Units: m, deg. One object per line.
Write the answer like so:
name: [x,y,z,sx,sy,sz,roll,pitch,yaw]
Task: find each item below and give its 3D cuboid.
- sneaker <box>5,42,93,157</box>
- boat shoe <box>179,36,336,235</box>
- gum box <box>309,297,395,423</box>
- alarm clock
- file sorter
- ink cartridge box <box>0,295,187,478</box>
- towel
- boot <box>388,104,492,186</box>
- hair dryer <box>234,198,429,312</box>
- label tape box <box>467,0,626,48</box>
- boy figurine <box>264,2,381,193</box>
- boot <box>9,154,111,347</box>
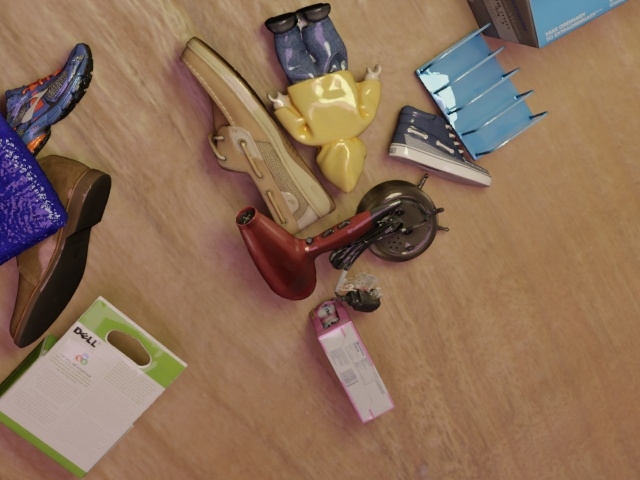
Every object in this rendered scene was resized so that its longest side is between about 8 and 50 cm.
sneaker: [-0.410,-0.200,1.277,0.087,0.083,0.221,39,95,-13]
boat shoe: [-0.110,-0.145,1.322,0.110,0.121,0.341,-36,112,4]
gum box: [0.048,0.193,1.464,0.062,0.107,0.188,-27,110,-1]
alarm clock: [0.108,-0.022,1.434,0.192,0.064,0.129,-24,110,1]
file sorter: [0.247,-0.226,1.344,0.118,0.104,0.170,-35,95,-3]
ink cartridge box: [-0.364,0.220,1.408,0.189,0.097,0.255,43,94,-19]
towel: [-0.525,-0.099,1.242,0.228,0.076,0.308,-30,98,13]
boot: [0.202,-0.148,1.408,0.190,0.069,0.086,17,85,-26]
hair dryer: [0.000,0.000,1.358,0.294,0.080,0.223,9,121,-27]
label tape box: [0.364,-0.368,1.222,0.241,0.333,0.105,-28,110,0]
boy figurine: [0.015,-0.212,1.340,0.177,0.092,0.285,-22,110,-3]
boot: [-0.424,0.015,1.346,0.115,0.112,0.305,25,101,8]
